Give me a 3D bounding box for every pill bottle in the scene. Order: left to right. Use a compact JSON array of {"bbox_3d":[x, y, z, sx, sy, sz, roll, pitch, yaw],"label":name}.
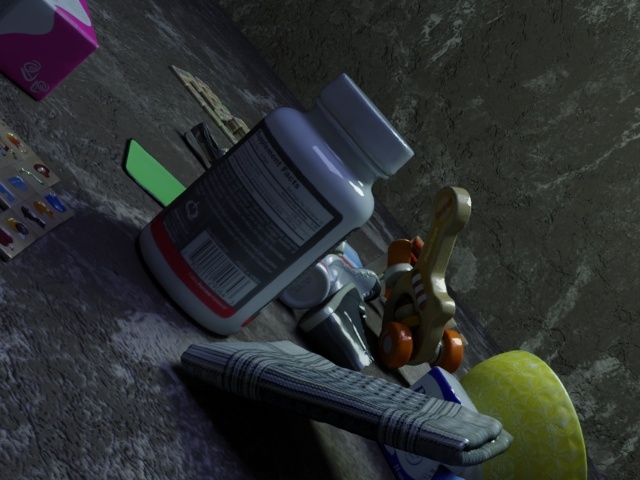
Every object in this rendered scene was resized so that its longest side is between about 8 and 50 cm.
[{"bbox_3d":[-0.048,-0.047,1.127,0.176,0.318,0.176,48,9,-10],"label":"pill bottle"},{"bbox_3d":[-0.033,0.042,1.511,0.087,0.087,0.160,46,11,-18],"label":"pill bottle"}]

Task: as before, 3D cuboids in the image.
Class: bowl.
[{"bbox_3d":[0.259,0.323,1.441,0.156,0.289,0.289,-6,39,-21],"label":"bowl"}]

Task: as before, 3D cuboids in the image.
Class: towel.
[{"bbox_3d":[0.048,0.173,1.044,0.312,0.056,0.324,15,-4,21],"label":"towel"}]

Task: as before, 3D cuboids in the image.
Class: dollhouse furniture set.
[{"bbox_3d":[0.218,0.109,2.106,0.262,0.135,0.259,50,8,-32],"label":"dollhouse furniture set"}]

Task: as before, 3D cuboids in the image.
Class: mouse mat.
[{"bbox_3d":[-0.216,-0.066,1.374,0.189,0.007,0.152,44,11,-21],"label":"mouse mat"}]

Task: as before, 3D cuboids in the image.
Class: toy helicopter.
[{"bbox_3d":[0.194,0.061,1.745,0.140,0.355,0.235,10,19,-23],"label":"toy helicopter"}]

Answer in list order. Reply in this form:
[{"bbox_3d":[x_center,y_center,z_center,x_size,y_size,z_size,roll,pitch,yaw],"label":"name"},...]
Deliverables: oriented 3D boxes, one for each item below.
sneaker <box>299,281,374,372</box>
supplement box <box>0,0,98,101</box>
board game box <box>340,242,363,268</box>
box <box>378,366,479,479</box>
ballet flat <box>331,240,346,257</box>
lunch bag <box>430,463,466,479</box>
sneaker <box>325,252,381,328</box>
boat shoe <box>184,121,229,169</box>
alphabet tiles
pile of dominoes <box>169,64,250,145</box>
[{"bbox_3d":[0.037,0.146,1.495,0.118,0.083,0.222,55,18,-1],"label":"sneaker"},{"bbox_3d":[-0.379,-0.297,1.233,0.111,0.114,0.220,42,11,-36],"label":"supplement box"},{"bbox_3d":[-0.005,-0.023,2.035,0.281,0.027,0.145,45,10,-24],"label":"board game box"},{"bbox_3d":[0.158,0.272,1.333,0.072,0.137,0.126,37,15,-45],"label":"box"},{"bbox_3d":[0.000,0.000,1.675,0.087,0.083,0.247,11,-21,17],"label":"ballet flat"},{"bbox_3d":[0.122,0.349,0.756,0.221,0.138,0.293,31,23,16],"label":"lunch bag"},{"bbox_3d":[0.058,0.113,1.700,0.228,0.086,0.132,25,35,-55],"label":"sneaker"},{"bbox_3d":[-0.184,-0.148,1.678,0.152,0.049,0.056,50,10,5],"label":"boat shoe"},{"bbox_3d":[-0.336,-0.081,0.923,0.198,0.009,0.237,47,10,-8],"label":"alphabet tiles"},{"bbox_3d":[-0.217,-0.297,2.113,0.251,0.040,0.196,50,11,6],"label":"pile of dominoes"}]
